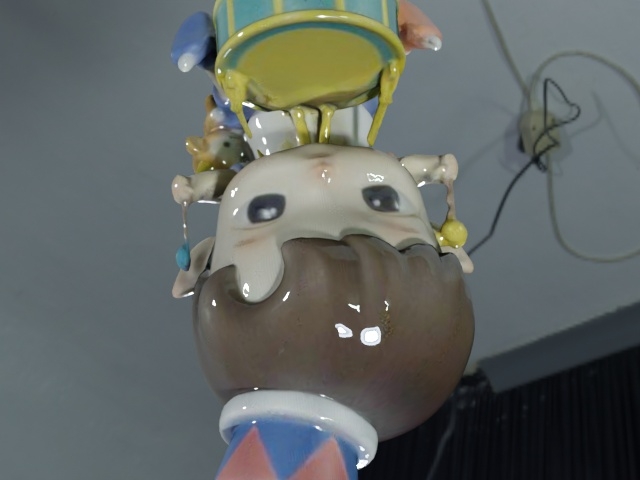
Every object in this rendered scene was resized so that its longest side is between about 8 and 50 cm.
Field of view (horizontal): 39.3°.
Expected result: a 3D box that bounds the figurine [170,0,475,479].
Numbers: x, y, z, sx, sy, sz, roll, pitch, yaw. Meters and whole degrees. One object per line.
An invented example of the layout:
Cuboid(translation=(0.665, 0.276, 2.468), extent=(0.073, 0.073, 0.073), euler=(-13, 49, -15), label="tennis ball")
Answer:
Cuboid(translation=(0.000, 0.003, 0.450), extent=(0.161, 0.275, 0.158), euler=(-8, 162, -1), label="figurine")
